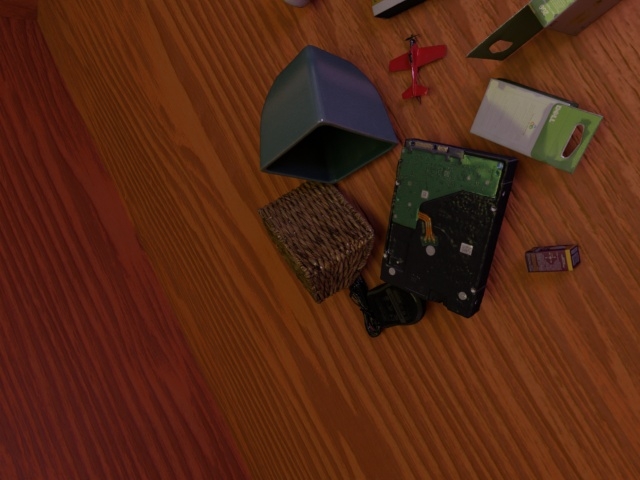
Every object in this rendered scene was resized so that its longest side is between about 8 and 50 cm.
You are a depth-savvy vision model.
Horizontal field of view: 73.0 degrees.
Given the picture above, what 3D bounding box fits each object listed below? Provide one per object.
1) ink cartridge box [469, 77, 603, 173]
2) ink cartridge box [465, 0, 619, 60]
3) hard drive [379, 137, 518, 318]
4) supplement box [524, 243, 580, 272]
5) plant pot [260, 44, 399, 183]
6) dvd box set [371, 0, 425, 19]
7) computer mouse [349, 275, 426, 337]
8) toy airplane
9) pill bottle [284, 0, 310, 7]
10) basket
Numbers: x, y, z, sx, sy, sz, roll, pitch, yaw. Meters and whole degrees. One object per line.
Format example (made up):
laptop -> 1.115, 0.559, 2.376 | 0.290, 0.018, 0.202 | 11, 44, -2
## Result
ink cartridge box -> 0.401, -0.218, 0.809 | 0.209, 0.062, 0.109 | 35, 126, 31
ink cartridge box -> 0.379, -0.361, 0.704 | 0.235, 0.171, 0.056 | -39, 76, 45
hard drive -> 0.261, -0.032, 0.931 | 0.237, 0.064, 0.339 | 22, 117, 37
supplement box -> 0.455, 0.035, 0.848 | 0.083, 0.055, 0.043 | -8, 97, 45
plant pot -> -0.001, -0.313, 1.057 | 0.247, 0.247, 0.252 | -26, 68, 46
dvd box set -> 0.200, -0.708, 0.842 | 0.307, 0.062, 0.421 | -2, 102, 45
computer mouse -> 0.190, 0.159, 1.151 | 0.272, 0.072, 0.189 | -23, 89, 59
toy airplane -> 0.209, -0.382, 0.969 | 0.151, 0.028, 0.151 | 18, 116, 42
pill bottle -> -0.024, -0.689, 1.021 | 0.229, 0.131, 0.131 | -38, 76, 44
basket -> 0.000, 0.000, 1.228 | 0.299, 0.223, 0.213 | 49, 166, 35
